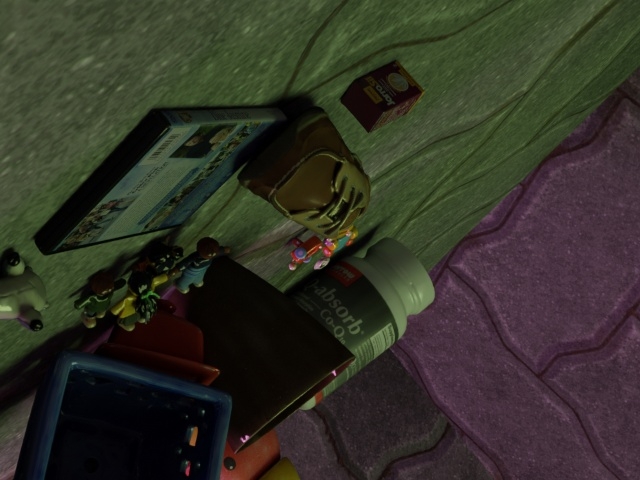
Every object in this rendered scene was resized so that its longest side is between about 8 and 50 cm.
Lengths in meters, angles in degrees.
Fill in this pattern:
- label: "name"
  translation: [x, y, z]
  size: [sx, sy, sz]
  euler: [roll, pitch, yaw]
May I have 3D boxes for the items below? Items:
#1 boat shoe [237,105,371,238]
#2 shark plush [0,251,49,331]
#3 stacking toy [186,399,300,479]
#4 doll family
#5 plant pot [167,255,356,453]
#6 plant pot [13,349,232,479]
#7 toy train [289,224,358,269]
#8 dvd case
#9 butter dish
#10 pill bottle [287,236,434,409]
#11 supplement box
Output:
- label: "boat shoe"
  translation: [0.003, -0.068, 1.310]
  size: [0.122, 0.120, 0.324]
  euler: [-44, 173, 9]
- label: "shark plush"
  translation: [-0.296, 0.047, 1.068]
  size: [0.067, 0.073, 0.161]
  euler: [-19, -169, -2]
- label: "stacking toy"
  translation: [-0.145, 0.445, 2.056]
  size: [0.350, 0.480, 0.350]
  euler: [-46, 171, -9]
- label: "doll family"
  translation: [-0.191, 0.044, 1.317]
  size: [0.193, 0.076, 0.111]
  euler: [-39, 168, -32]
- label: "plant pot"
  translation: [-0.104, 0.142, 1.605]
  size: [0.215, 0.230, 0.215]
  euler: [-37, 171, -7]
- label: "plant pot"
  translation: [-0.269, 0.288, 1.450]
  size: [0.212, 0.235, 0.236]
  euler: [-26, -130, 61]
- label: "toy train"
  translation: [0.000, 0.000, 1.918]
  size: [0.125, 0.046, 0.166]
  euler: [-39, 168, 6]
- label: "dvd case"
  translation: [-0.148, -0.063, 1.113]
  size: [0.180, 0.022, 0.253]
  euler: [-42, 171, 22]
- label: "butter dish"
  translation: [-0.218, 0.134, 1.507]
  size: [0.160, 0.159, 0.118]
  euler: [133, -32, -61]
- label: "pill bottle"
  translation: [0.044, 0.162, 2.339]
  size: [0.363, 0.210, 0.210]
  euler: [-36, 170, -19]
- label: "supplement box"
  translation: [0.074, -0.171, 1.352]
  size: [0.083, 0.055, 0.043]
  euler: [-32, 167, -40]
